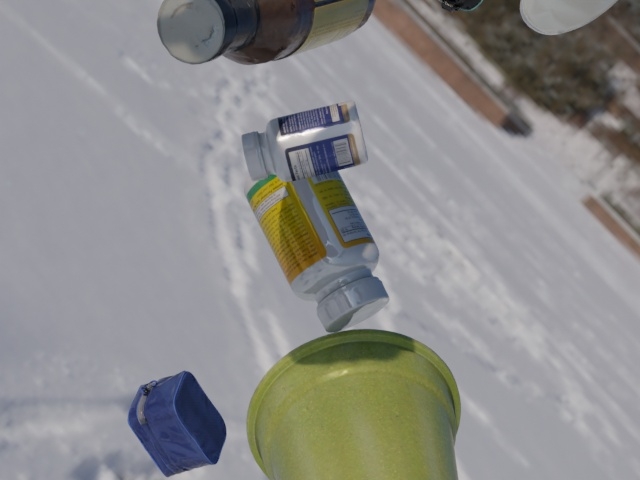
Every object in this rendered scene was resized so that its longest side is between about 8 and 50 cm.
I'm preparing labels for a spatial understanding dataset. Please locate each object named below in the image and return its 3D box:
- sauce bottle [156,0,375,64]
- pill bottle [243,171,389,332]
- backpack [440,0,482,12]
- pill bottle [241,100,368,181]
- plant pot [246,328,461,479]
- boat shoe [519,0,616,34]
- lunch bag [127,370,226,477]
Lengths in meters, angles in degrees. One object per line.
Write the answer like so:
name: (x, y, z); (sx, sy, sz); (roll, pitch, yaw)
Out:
sauce bottle: (-0.050, -0.233, 1.420); (0.111, 0.111, 0.344); (47, 25, 7)
pill bottle: (0.000, 0.000, 1.746); (0.208, 0.117, 0.117); (63, 13, 15)
backpack: (0.176, -0.425, 1.927); (0.165, 0.188, 0.144); (21, 37, -4)
pill bottle: (-0.016, -0.096, 1.456); (0.067, 0.120, 0.067); (-13, 90, -88)
plant pot: (0.059, 0.290, 1.716); (0.276, 0.276, 0.254); (41, 18, -28)
boat shoe: (0.254, -0.267, 1.279); (0.078, 0.219, 0.070); (42, -4, -5)
lunch bag: (-0.145, 0.178, 1.401); (0.098, 0.065, 0.067); (59, 24, -22)
